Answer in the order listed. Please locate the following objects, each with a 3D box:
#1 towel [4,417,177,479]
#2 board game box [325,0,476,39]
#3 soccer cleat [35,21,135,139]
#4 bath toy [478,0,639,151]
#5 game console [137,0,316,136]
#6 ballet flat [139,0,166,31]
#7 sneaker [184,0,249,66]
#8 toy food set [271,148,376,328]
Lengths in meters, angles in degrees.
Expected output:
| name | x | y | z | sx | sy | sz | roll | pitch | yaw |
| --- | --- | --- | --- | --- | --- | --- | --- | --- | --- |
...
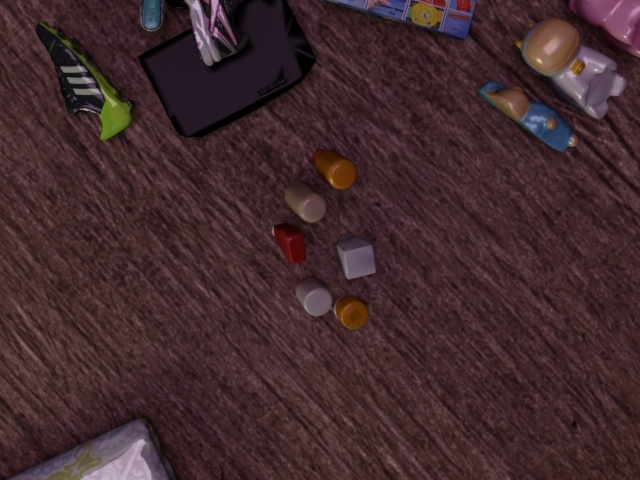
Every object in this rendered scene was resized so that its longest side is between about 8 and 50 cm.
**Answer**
| name | x | y | z | sx | sy | sz | roll | pitch | yaw |
| --- | --- | --- | --- | --- | --- | --- | --- | --- | --- |
| towel | -0.299 | 0.469 | 1.532 | 0.320 | 0.090 | 0.374 | -26 | 92 | -1 |
| board game box | 0.113 | -0.355 | 1.496 | 0.201 | 0.035 | 0.136 | 14 | 95 | -12 |
| soccer cleat | -0.325 | -0.212 | 1.519 | 0.072 | 0.060 | 0.179 | -42 | 94 | 3 |
| bath toy | 0.364 | -0.290 | 1.480 | 0.348 | 0.151 | 0.129 | -49 | 48 | 3 |
| game console | -0.173 | -0.333 | 1.520 | 0.213 | 0.044 | 0.361 | -28 | 91 | 1 |
| ballet flat | -0.217 | -0.327 | 1.482 | 0.041 | 0.041 | 0.114 | 5 | 92 | 1 |
| sneaker | -0.141 | -0.319 | 1.472 | 0.077 | 0.072 | 0.178 | -18 | 103 | -3 |
| toy food set | 0.000 | 0.000 | 1.521 | 0.111 | 0.104 | 0.232 | -14 | 110 | -12 |
